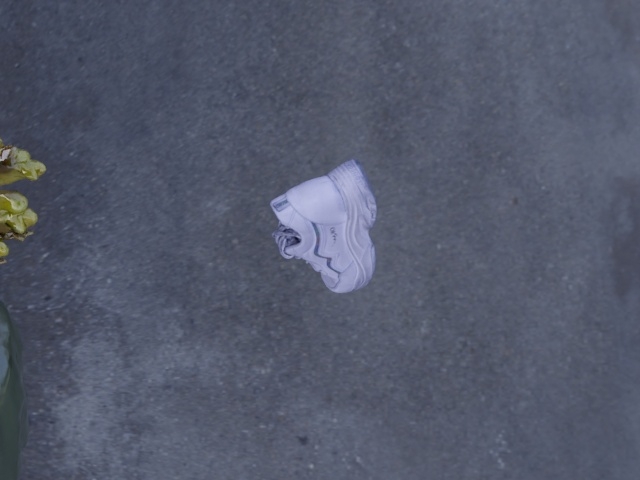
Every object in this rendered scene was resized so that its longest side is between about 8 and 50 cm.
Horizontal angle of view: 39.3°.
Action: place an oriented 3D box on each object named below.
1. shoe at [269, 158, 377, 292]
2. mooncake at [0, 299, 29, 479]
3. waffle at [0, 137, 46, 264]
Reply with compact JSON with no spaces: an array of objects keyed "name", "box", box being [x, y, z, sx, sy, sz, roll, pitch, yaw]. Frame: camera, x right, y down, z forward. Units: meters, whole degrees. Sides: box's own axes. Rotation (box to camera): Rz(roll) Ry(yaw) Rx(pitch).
[{"name":"shoe","box":[0.000,0.000,1.238,0.138,0.245,0.095,-15,52,-13]},{"name":"mooncake","box":[-0.470,0.177,0.885,0.356,0.356,0.194,-32,143,-35]},{"name":"waffle","box":[-0.333,-0.019,0.683,0.228,0.232,0.051,-47,142,-37]}]
